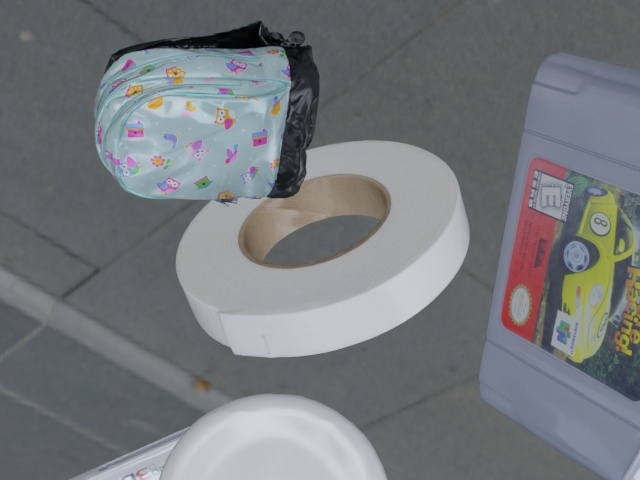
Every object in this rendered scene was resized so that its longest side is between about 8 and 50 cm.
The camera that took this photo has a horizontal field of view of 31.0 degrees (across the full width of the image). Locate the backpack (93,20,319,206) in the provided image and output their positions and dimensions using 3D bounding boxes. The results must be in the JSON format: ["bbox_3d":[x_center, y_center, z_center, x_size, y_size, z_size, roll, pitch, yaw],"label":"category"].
[{"bbox_3d":[-0.098,-0.101,0.965,0.182,0.115,0.152,1,119,-17],"label":"backpack"}]

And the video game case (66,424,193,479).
[{"bbox_3d":[-0.108,0.264,1.004,0.183,0.023,0.201,-24,106,3],"label":"video game case"}]

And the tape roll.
[{"bbox_3d":[0.000,0.000,1.512,0.392,0.392,0.072,-6,124,18],"label":"tape roll"}]

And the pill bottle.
[{"bbox_3d":[-0.028,0.190,0.718,0.131,0.131,0.229,8,155,2],"label":"pill bottle"}]

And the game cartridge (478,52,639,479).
[{"bbox_3d":[0.212,0.024,0.842,0.060,0.196,0.294,-4,109,-35],"label":"game cartridge"}]
